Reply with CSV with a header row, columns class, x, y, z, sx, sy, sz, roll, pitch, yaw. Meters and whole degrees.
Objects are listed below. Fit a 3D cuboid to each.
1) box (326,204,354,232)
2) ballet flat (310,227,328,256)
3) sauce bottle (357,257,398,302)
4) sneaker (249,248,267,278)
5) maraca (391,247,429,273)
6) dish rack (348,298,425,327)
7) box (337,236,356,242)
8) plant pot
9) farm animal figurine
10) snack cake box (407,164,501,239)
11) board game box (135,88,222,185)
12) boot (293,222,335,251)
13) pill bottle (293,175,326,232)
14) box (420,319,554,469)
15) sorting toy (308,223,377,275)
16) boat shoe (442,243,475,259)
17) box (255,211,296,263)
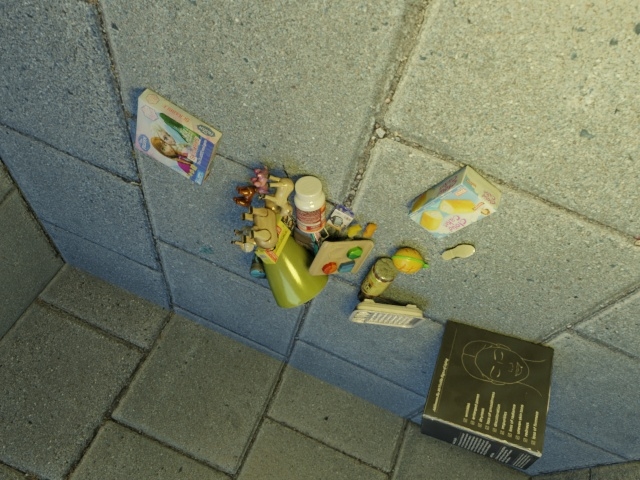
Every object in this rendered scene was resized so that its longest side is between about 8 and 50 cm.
class,x,y,z,sx,sy,sz,roll,pitch,yaw
box,0.082,-0.089,1.877,0.081,0.028,0.136,28,150,-3
ballet flat,0.000,0.000,1.956,0.077,0.079,0.221,-143,37,-70
sauce bottle,0.243,0.194,2.091,0.111,0.111,0.344,25,149,1
sneaker,-0.213,0.147,2.347,0.125,0.139,0.341,-11,152,31
maraca,0.360,0.086,1.876,0.127,0.099,0.186,7,169,41
dish rack,0.309,0.345,2.206,0.333,0.072,0.285,8,159,-1
box,0.123,0.048,1.999,0.094,0.027,0.137,-28,129,7
plant pot,-0.150,0.110,2.137,0.275,0.275,0.293,-9,119,42
farm animal figurine,-0.205,-0.111,1.825,0.172,0.326,0.330,7,176,-32
snack cake box,0.434,-0.118,1.534,0.152,0.089,0.264,35,147,-13
board game box,-0.572,-0.396,1.854,0.318,0.066,0.318,30,147,-7
boot,-0.023,-0.010,2.013,0.219,0.082,0.106,16,149,18
pill bottle,-0.040,-0.136,1.805,0.121,0.121,0.221,17,147,14
box,0.739,0.680,2.098,0.472,0.480,0.297,15,147,18
sorting toy,0.103,0.048,1.900,0.229,0.041,0.307,0,139,-26
boat shoe,0.522,0.044,1.750,0.043,0.049,0.137,-4,168,-42
box,-0.188,-0.018,1.971,0.058,0.232,0.087,-3,139,39
